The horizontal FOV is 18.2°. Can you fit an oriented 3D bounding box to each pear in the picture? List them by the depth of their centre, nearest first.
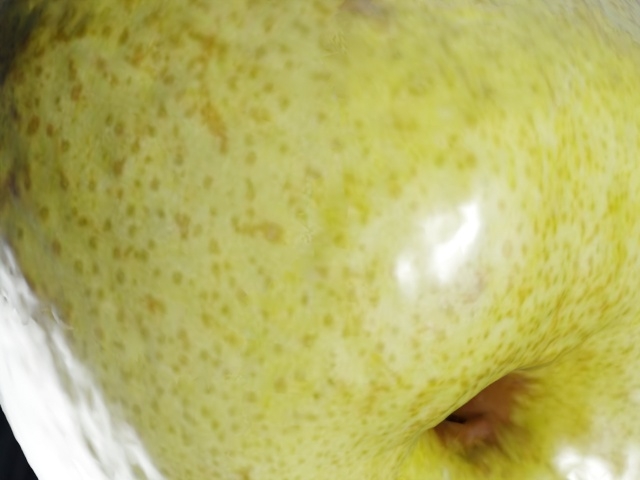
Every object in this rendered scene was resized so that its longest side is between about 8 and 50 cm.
[{"bbox_3d":[0.000,0.000,0.539,0.188,0.211,0.228,-21,128,-19],"label":"pear"}]
